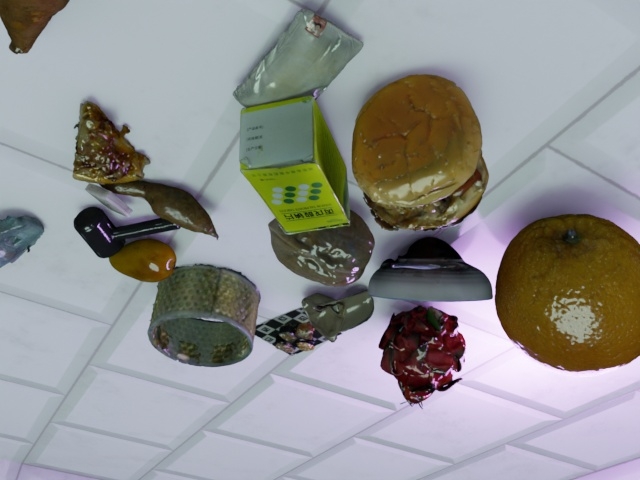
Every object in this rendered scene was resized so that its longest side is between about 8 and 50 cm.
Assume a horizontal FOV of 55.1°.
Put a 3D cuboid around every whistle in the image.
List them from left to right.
[{"bbox_3d":[-0.786,0.042,1.389,0.347,0.189,0.189,-22,136,12],"label":"whistle"}]

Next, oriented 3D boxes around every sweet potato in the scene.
[{"bbox_3d":[-0.396,-0.385,0.854,0.131,0.131,0.337,15,141,-14],"label":"sweet potato"},{"bbox_3d":[-0.324,-0.083,1.271,0.269,0.075,0.075,25,137,-10],"label":"sweet potato"}]

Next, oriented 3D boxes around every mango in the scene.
[{"bbox_3d":[-0.410,0.048,1.425,0.163,0.089,0.111,-12,128,33],"label":"mango"}]

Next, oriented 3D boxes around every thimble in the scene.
[{"bbox_3d":[-0.288,0.196,1.547,0.270,0.150,0.271,2,141,2],"label":"thimble"}]

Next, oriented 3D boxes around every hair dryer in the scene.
[{"bbox_3d":[-0.404,-0.032,1.344,0.248,0.071,0.114,-10,140,9],"label":"hair dryer"}]

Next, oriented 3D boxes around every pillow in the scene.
[{"bbox_3d":[-0.042,-0.280,1.019,0.128,0.051,0.229,17,142,-32],"label":"pillow"}]

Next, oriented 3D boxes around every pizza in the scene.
[{"bbox_3d":[-0.415,-0.175,1.157,0.154,0.069,0.194,2,143,2],"label":"pizza"}]

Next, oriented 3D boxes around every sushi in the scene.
[{"bbox_3d":[-0.072,0.275,1.718,0.210,0.040,0.192,-27,132,32],"label":"sushi"}]

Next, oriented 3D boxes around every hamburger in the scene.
[{"bbox_3d":[0.163,-0.144,1.035,0.244,0.244,0.163,-7,150,12],"label":"hamburger"}]

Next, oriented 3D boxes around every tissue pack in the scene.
[{"bbox_3d":[-0.437,-0.082,1.271,0.056,0.023,0.108,21,166,16],"label":"tissue pack"}]

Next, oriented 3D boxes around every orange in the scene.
[{"bbox_3d":[0.524,0.107,1.265,0.322,0.322,0.357,-8,131,13],"label":"orange"}]

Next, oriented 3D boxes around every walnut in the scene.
[{"bbox_3d":[0.000,0.001,1.282,0.230,0.178,0.178,18,139,-12],"label":"walnut"}]

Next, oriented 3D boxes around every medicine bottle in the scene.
[{"bbox_3d":[-0.041,-0.127,1.105,0.137,0.141,0.250,-10,154,13],"label":"medicine bottle"}]

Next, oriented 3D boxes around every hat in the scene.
[{"bbox_3d":[0.048,0.170,1.571,0.175,0.085,0.147,-23,128,-4],"label":"hat"}]

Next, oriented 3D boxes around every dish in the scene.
[{"bbox_3d":[0.240,0.059,1.353,0.273,0.134,0.273,0,-179,0],"label":"dish"}]

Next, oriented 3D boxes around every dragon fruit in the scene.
[{"bbox_3d":[0.249,0.302,1.570,0.233,0.234,0.293,16,104,-15],"label":"dragon fruit"}]
